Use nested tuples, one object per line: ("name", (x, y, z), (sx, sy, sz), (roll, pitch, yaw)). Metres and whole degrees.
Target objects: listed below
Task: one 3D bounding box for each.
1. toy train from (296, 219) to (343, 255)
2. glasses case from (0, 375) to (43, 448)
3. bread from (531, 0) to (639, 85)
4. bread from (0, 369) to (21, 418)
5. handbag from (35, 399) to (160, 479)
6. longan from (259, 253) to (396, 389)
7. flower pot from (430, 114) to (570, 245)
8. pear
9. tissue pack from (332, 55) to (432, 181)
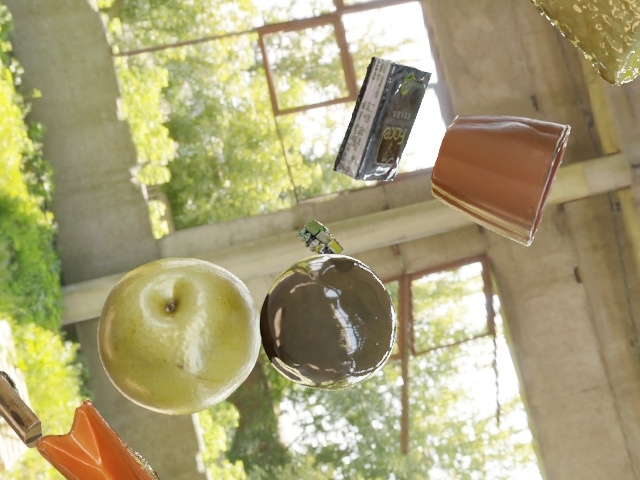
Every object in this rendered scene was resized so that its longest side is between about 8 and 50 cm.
("toy train", (0.000, 0.000, 2.149), (0.060, 0.081, 0.202), (49, -5, -28))
("glasses case", (-0.621, 0.349, 1.559), (0.170, 0.041, 0.065), (32, -51, 36))
("bread", (0.328, -0.402, 0.990), (0.375, 0.165, 0.236), (56, -22, 20))
("bread", (-0.773, 0.356, 1.775), (0.128, 0.140, 0.069), (63, -22, 11))
("handbag", (-0.321, 0.480, 1.379), (0.303, 0.116, 0.410), (37, -22, 33))
("longan", (0.011, 0.147, 1.358), (0.258, 0.258, 0.258), (167, -90, -80))
("flower pot", (0.268, -0.103, 1.175), (0.190, 0.173, 0.191), (17, 90, -72))
("pear", (-0.294, 0.203, 1.636), (0.348, 0.348, 0.348), (167, -90, -80))
("tissue pack", (0.124, -0.235, 1.511), (0.073, 0.173, 0.236), (27, -74, 28))
